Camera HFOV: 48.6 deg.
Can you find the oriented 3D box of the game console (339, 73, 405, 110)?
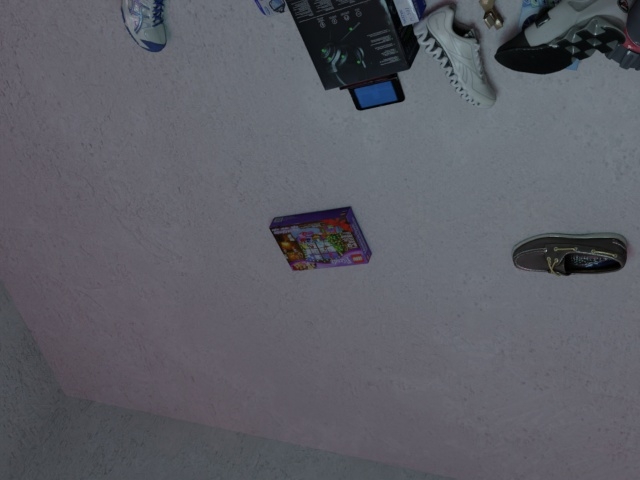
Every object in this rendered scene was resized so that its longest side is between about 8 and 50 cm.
[{"bbox_3d":[0.139,-0.393,1.895,0.144,0.124,0.085,-9,104,22],"label":"game console"}]

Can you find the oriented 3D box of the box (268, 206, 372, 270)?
[{"bbox_3d":[0.000,0.000,2.339,0.293,0.057,0.201,-7,127,29],"label":"box"}]

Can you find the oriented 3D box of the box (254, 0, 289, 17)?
[{"bbox_3d":[-0.116,-0.627,1.826,0.136,0.028,0.081,3,134,47],"label":"box"}]

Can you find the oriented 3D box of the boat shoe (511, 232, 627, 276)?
[{"bbox_3d":[0.712,0.050,2.048,0.324,0.097,0.117,-4,128,27],"label":"boat shoe"}]

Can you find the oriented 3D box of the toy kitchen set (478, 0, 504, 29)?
[{"bbox_3d":[0.422,-0.542,1.659,0.075,0.068,0.083,-23,118,37],"label":"toy kitchen set"}]

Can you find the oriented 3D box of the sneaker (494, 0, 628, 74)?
[{"bbox_3d":[0.542,-0.475,1.593,0.122,0.146,0.330,23,164,-34],"label":"sneaker"}]

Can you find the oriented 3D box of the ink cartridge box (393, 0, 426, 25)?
[{"bbox_3d":[0.188,-0.623,1.667,0.046,0.097,0.207,-9,125,28],"label":"ink cartridge box"}]

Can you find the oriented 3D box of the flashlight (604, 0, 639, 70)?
[{"bbox_3d":[0.733,-0.517,1.523,0.103,0.103,0.304,25,136,2],"label":"flashlight"}]

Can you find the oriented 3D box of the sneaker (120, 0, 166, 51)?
[{"bbox_3d":[-0.471,-0.652,1.918,0.131,0.112,0.296,0,130,23],"label":"sneaker"}]

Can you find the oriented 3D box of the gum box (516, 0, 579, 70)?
[{"bbox_3d":[0.545,-0.501,1.662,0.157,0.041,0.184,13,132,13],"label":"gum box"}]

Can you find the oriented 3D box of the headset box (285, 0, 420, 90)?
[{"bbox_3d":[0.088,-0.533,1.768,0.246,0.131,0.283,-9,126,29],"label":"headset box"}]

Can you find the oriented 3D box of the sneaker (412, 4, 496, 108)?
[{"bbox_3d":[0.357,-0.450,1.753,0.118,0.110,0.292,-32,113,31],"label":"sneaker"}]
